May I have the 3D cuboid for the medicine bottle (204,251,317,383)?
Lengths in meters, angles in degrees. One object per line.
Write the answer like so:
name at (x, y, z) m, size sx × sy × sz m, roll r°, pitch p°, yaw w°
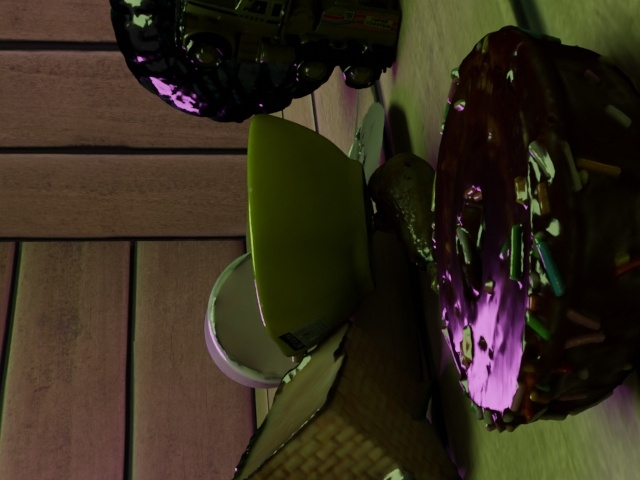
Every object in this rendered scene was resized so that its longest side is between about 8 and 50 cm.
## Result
medicine bottle at (-0.089, 0.141, 1.831) m, size 0.379 × 0.213 × 0.214 m, roll 130°, pitch 139°, yaw -78°

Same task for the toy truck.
toy truck at (-0.039, -0.264, 1.257) m, size 0.127 × 0.257 × 0.127 m, roll 104°, pitch 165°, yaw -52°

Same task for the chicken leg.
chicken leg at (0.092, -0.010, 1.027) m, size 0.178 × 0.070 × 0.093 m, roll -113°, pitch 21°, yaw -47°

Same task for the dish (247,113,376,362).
dish at (0.000, 0.000, 1.089) m, size 0.262 × 0.108 × 0.221 m, roll 74°, pitch -168°, yaw -62°

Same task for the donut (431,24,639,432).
donut at (0.126, -0.006, 0.630) m, size 0.235 × 0.089 × 0.235 m, roll 180°, pitch 90°, yaw -82°

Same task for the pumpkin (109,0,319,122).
pumpkin at (-0.125, -0.347, 1.563) m, size 0.266 × 0.363 × 0.364 m, roll -149°, pitch 58°, yaw -66°

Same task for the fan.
fan at (0.046, -0.113, 1.338) m, size 0.233 × 0.012 × 0.415 m, roll 117°, pitch 166°, yaw -44°

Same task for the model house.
model house at (0.038, 0.198, 1.032) m, size 0.166 × 0.172 × 0.183 m, roll -48°, pitch 9°, yaw 29°

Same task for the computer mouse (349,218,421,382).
computer mouse at (0.057, 0.093, 1.210) m, size 0.145 × 0.081 × 0.237 m, roll 101°, pitch 166°, yaw -59°
